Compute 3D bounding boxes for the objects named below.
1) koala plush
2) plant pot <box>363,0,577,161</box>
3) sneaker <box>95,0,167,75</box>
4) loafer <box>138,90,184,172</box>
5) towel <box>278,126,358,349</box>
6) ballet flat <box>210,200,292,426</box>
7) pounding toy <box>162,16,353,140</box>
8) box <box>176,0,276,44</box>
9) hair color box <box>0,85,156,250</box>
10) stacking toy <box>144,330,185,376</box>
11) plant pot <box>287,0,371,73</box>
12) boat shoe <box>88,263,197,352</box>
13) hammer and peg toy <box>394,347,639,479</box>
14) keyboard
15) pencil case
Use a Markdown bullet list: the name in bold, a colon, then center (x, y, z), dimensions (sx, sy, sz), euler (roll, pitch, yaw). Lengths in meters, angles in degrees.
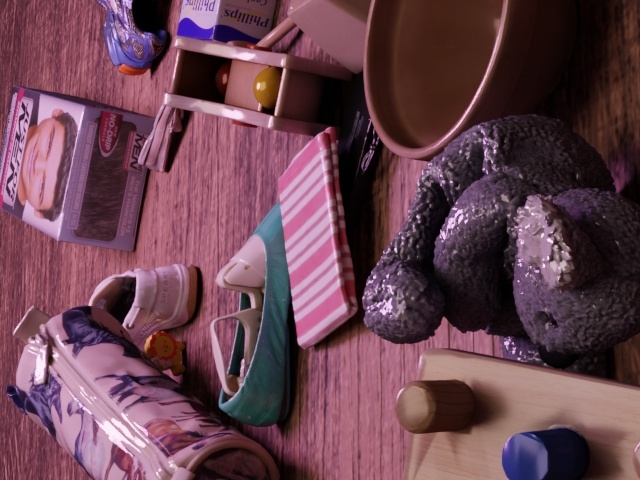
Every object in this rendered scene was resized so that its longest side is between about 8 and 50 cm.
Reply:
- **koala plush**: center (0.172, 0.011, 1.183), dimensions (0.221, 0.196, 0.203), euler (17, 87, 68)
- **plant pot**: center (0.137, -0.176, 1.392), dimensions (0.237, 0.109, 0.237), euler (-33, 52, 57)
- **sneaker**: center (-0.261, -0.340, 2.263), dimensions (0.087, 0.083, 0.221), euler (-25, 85, 42)
- **loafer**: center (-0.195, -0.144, 2.147), dimensions (0.125, 0.039, 0.045), euler (-62, -1, 28)
- **towel**: center (0.000, 0.000, 1.677), dimensions (0.144, 0.029, 0.197), euler (137, 128, -65)
- **ballet flat**: center (-0.070, 0.072, 1.758), dimensions (0.083, 0.087, 0.247), euler (-17, 67, 62)
- **pounding toy**: center (-0.072, -0.200, 1.772), dimensions (0.269, 0.154, 0.155), euler (21, 101, 63)
- **box**: center (-0.106, -0.298, 1.966), dimensions (0.126, 0.072, 0.137), euler (18, 99, 64)
- **hair color box**: center (-0.359, -0.110, 2.371), dimensions (0.374, 0.113, 0.185), euler (20, 100, 63)
- **stacking toy**: center (-0.218, 0.243, 2.042), dimensions (0.167, 0.052, 0.221), euler (-42, 47, 53)
- **plant pot**: center (0.031, -0.240, 1.616), dimensions (0.109, 0.096, 0.109), euler (-21, 51, 61)
- **boat shoe**: center (-0.249, 0.083, 2.104), dimensions (0.277, 0.096, 0.098), euler (-35, 52, 56)
- **hammer and peg toy**: center (0.202, 0.214, 1.081), dimensions (0.361, 0.127, 0.266), euler (8, 91, 38)
- **keyboard**: center (0.046, -0.102, 1.654), dimensions (0.108, 0.023, 0.180), euler (-135, 57, -66)
- **pencil case**: center (-0.198, 0.213, 1.820), dimensions (0.160, 0.183, 0.410), euler (-58, 38, 1)
